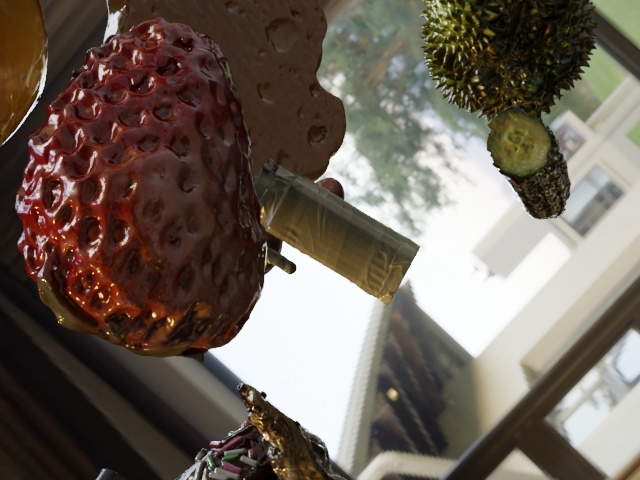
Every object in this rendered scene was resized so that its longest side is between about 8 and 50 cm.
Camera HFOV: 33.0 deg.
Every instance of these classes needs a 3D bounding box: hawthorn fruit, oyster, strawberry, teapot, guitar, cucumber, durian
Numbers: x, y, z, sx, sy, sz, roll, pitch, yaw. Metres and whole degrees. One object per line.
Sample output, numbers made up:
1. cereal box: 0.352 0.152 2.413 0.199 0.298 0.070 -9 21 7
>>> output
1. hawthorn fruit: 0.015 -0.085 2.114 0.077 0.077 0.077 40 -170 -9
2. oyster: -0.021 0.315 1.553 0.345 0.078 0.129 50 -178 -34
3. strawberry: -0.135 -0.060 1.009 0.265 0.149 0.336 23 -116 -43
4. teapot: 0.000 0.000 1.199 0.200 0.107 0.077 31 -166 1
5. guitar: -0.446 0.522 2.175 0.084 0.271 0.038 39 -127 -7
6. cucumber: 0.246 -0.080 1.233 0.077 0.077 0.265 45 -174 22
7. durian: 0.276 -0.310 1.593 0.291 0.291 0.225 39 -169 -15

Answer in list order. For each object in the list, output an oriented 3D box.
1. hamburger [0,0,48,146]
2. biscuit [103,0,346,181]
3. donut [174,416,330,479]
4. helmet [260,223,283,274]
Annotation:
1. hamburger: -0.516 -0.209 1.185 0.395 0.396 0.277 42 -132 3
2. biscuit: -0.101 -0.195 1.293 0.351 0.057 0.312 -28 -84 -46
3. donut: -0.144 0.402 1.658 0.136 0.345 0.259 42 171 22
4. helmet: -0.111 0.000 1.626 0.106 0.155 0.175 1 174 -14
